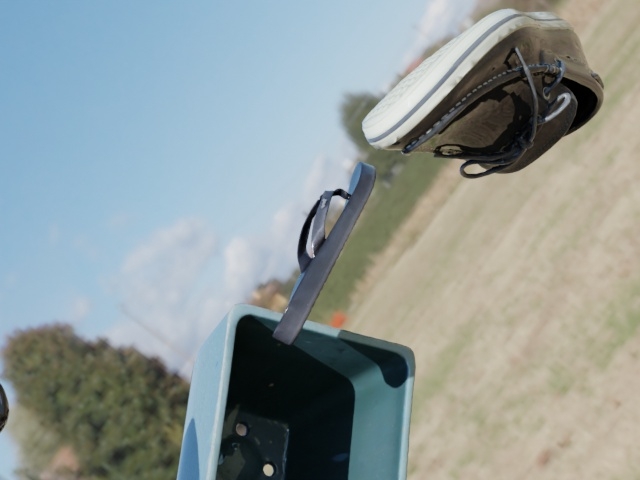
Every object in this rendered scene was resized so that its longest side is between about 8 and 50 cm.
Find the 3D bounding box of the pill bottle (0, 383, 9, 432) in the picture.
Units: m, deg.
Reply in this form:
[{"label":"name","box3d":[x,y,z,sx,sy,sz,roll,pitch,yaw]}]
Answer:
[{"label":"pill bottle","box3d":[-0.413,0.207,1.247,0.219,0.123,0.123,-45,1,19]}]

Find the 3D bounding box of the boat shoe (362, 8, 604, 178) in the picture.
[{"label":"boat shoe","box3d":[0.214,-0.164,1.514,0.187,0.156,0.500,-38,-8,30]}]

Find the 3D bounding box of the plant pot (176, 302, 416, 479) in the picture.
[{"label":"plant pot","box3d":[-0.056,0.251,1.580,0.252,0.247,0.248,143,138,-58]}]

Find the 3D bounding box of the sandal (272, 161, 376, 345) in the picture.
[{"label":"sandal","box3d":[0.000,0.000,1.454,0.254,0.054,0.097,-62,-1,-35]}]
